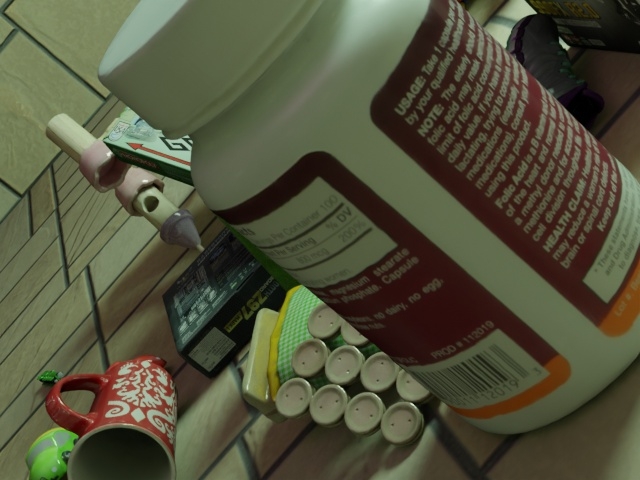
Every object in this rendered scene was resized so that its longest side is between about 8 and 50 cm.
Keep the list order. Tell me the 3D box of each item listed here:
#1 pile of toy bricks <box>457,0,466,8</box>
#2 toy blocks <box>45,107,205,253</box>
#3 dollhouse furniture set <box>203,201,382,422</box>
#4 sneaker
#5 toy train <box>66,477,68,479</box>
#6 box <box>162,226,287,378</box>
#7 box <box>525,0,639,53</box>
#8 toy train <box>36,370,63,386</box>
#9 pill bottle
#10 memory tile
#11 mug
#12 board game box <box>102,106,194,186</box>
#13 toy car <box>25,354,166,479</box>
[{"bbox_3d":[0.102,-0.317,1.711,0.212,0.105,0.118,-31,27,41],"label":"pile of toy bricks"},{"bbox_3d":[-0.161,-0.126,1.836,0.288,0.260,0.309,-50,-25,-6],"label":"toy blocks"},{"bbox_3d":[0.000,0.000,1.233,0.197,0.151,0.301,-28,27,22],"label":"dollhouse furniture set"},{"bbox_3d":[0.222,-0.134,1.205,0.098,0.083,0.223,-11,43,29],"label":"sneaker"},{"bbox_3d":[-0.290,0.335,1.454,0.166,0.046,0.125,-52,21,1],"label":"toy train"},{"bbox_3d":[-0.084,0.031,1.537,0.232,0.059,0.183,-47,23,5],"label":"box"},{"bbox_3d":[0.237,-0.251,1.192,0.056,0.183,0.231,-50,21,-2],"label":"box"},{"bbox_3d":[-0.407,0.208,1.969,0.024,0.017,0.083,-46,17,-23],"label":"toy train"},{"bbox_3d":[0.050,-0.058,0.926,0.224,0.392,0.224,-42,21,20],"label":"pill bottle"},{"bbox_3d":[0.037,0.110,1.104,0.148,0.012,0.113,9,69,36],"label":"memory tile"},{"bbox_3d":[-0.213,0.192,1.411,0.113,0.150,0.169,-20,21,7],"label":"mug"},{"bbox_3d":[-0.095,-0.155,1.565,0.317,0.046,0.213,19,67,41],"label":"board game box"},{"bbox_3d":[-0.297,0.233,1.549,0.239,0.053,0.225,-45,3,14],"label":"toy car"}]
